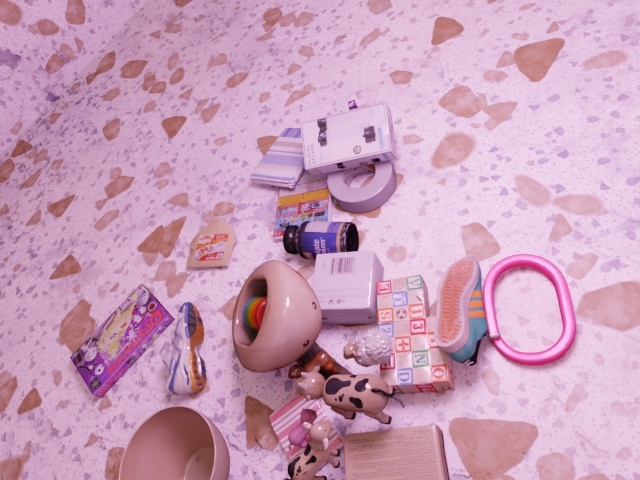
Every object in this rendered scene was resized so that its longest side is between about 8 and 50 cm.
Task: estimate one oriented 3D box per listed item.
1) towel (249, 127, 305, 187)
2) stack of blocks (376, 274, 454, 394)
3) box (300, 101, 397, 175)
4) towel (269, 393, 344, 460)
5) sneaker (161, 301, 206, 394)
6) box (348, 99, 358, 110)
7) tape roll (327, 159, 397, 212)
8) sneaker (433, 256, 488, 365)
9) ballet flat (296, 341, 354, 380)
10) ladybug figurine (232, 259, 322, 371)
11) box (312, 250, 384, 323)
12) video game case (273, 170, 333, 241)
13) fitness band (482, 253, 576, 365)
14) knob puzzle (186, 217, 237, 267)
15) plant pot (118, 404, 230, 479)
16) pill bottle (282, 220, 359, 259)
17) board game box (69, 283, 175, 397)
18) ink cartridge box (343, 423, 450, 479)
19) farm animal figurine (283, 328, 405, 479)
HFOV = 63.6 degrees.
[{"bbox_3d":[-0.114,-0.306,1.883,0.209,0.034,0.285,11,57,33],"label":"towel"},{"bbox_3d":[0.246,0.244,1.367,0.171,0.087,0.297,-11,57,18],"label":"stack of blocks"},{"bbox_3d":[0.088,-0.322,1.662,0.290,0.087,0.169,-8,81,20],"label":"box"},{"bbox_3d":[-0.038,0.509,1.375,0.144,0.029,0.197,-37,55,-1],"label":"towel"},{"bbox_3d":[-0.440,0.332,1.612,0.131,0.112,0.296,-20,54,13],"label":"sneaker"},{"bbox_3d":[0.132,-0.390,1.791,0.029,0.116,0.162,-16,55,17],"label":"box"},{"bbox_3d":[0.137,-0.199,1.699,0.219,0.072,0.219,-11,57,17],"label":"tape roll"},{"bbox_3d":[0.365,0.178,1.313,0.108,0.121,0.302,-18,35,40],"label":"sneaker"},{"bbox_3d":[0.016,0.349,1.436,0.250,0.058,0.084,27,92,40],"label":"ballet flat"},{"bbox_3d":[-0.124,0.211,1.425,0.449,0.162,0.304,-4,72,67],"label":"ladybug figurine"},{"bbox_3d":[0.079,0.137,1.489,0.181,0.119,0.181,-5,60,22],"label":"box"},{"bbox_3d":[-0.054,-0.135,1.776,0.204,0.025,0.285,-9,57,20],"label":"video game case"},{"bbox_3d":[0.524,0.169,1.309,0.209,0.054,0.290,-9,59,19],"label":"fitness band"},{"bbox_3d":[-0.376,0.011,1.830,0.213,0.030,0.213,-12,57,19],"label":"knob puzzle"},{"bbox_3d":[-0.349,0.599,1.356,0.284,0.191,0.284,-12,56,18],"label":"plant pot"},{"bbox_3d":[0.000,0.000,1.608,0.219,0.123,0.122,2,62,26],"label":"pill bottle"},{"bbox_3d":[-0.677,0.334,1.761,0.208,0.056,0.347,36,80,32],"label":"board game box"},{"bbox_3d":[0.179,0.548,1.210,0.235,0.088,0.193,-13,56,18],"label":"ink cartridge box"},{"bbox_3d":[0.027,0.387,1.226,0.327,0.172,0.330,-22,48,24],"label":"farm animal figurine"}]
